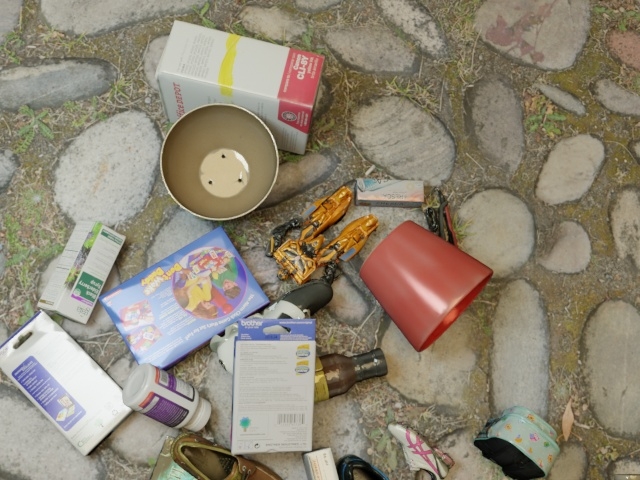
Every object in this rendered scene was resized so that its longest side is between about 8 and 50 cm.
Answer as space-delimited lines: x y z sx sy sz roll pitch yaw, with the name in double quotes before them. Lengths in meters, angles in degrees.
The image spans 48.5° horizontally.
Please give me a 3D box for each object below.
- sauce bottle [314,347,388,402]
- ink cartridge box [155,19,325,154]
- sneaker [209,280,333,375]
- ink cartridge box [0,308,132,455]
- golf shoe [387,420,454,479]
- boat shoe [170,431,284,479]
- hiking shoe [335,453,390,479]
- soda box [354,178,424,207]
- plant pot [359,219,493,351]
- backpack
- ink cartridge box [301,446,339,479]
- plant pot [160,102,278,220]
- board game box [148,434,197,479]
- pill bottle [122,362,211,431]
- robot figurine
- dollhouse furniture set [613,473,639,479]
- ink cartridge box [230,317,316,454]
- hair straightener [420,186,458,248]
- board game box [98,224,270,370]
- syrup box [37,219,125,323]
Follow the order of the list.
"sauce bottle" -0.007 0.339 1.729 0.344 0.111 0.111 -12 76 -8
"ink cartridge box" -0.201 -0.385 1.823 0.384 0.279 0.160 13 73 -2
"sneaker" -0.090 0.228 1.724 0.330 0.122 0.146 -32 52 -10
"ink cartridge box" -0.607 0.336 1.691 0.332 0.065 0.165 45 75 5
"golf shoe" 0.233 0.514 1.729 0.186 0.067 0.086 38 76 5
"boat shoe" -0.207 0.544 1.636 0.307 0.104 0.111 27 73 -10
"hiking shoe" 0.154 0.625 1.655 0.304 0.132 0.113 38 74 5
"soda box" 0.184 -0.126 1.908 0.183 0.058 0.063 1 74 -6
"plant pot" 0.247 0.098 1.759 0.275 0.275 0.243 -42 73 -15
"backpack" 0.481 0.485 1.700 0.166 0.188 0.144 42 75 7
"ink cartridge box" 0.003 0.536 1.639 0.060 0.180 0.104 -13 77 -9
"plant pot" -0.248 -0.183 1.797 0.284 0.191 0.284 0 86 -4
"board game box" -0.340 0.569 1.673 0.126 0.026 0.186 20 73 -1
"pill bottle" -0.351 0.371 1.650 0.193 0.108 0.108 38 70 -32
"robot figurine" 0.000 0.000 1.838 0.291 0.085 0.211 -41 81 -15
"dollhouse furniture set" 0.671 0.700 1.553 0.256 0.394 0.362 1 74 -5
"ink cartridge box" -0.108 0.326 1.623 0.185 0.065 0.311 1 96 -12
"hair straightener" 0.314 -0.035 1.901 0.089 0.047 0.230 -4 75 -8
"board game box" -0.333 0.153 1.763 0.347 0.078 0.233 -31 80 -13
"syrup box" -0.581 0.075 1.732 0.096 0.093 0.237 4 66 41
